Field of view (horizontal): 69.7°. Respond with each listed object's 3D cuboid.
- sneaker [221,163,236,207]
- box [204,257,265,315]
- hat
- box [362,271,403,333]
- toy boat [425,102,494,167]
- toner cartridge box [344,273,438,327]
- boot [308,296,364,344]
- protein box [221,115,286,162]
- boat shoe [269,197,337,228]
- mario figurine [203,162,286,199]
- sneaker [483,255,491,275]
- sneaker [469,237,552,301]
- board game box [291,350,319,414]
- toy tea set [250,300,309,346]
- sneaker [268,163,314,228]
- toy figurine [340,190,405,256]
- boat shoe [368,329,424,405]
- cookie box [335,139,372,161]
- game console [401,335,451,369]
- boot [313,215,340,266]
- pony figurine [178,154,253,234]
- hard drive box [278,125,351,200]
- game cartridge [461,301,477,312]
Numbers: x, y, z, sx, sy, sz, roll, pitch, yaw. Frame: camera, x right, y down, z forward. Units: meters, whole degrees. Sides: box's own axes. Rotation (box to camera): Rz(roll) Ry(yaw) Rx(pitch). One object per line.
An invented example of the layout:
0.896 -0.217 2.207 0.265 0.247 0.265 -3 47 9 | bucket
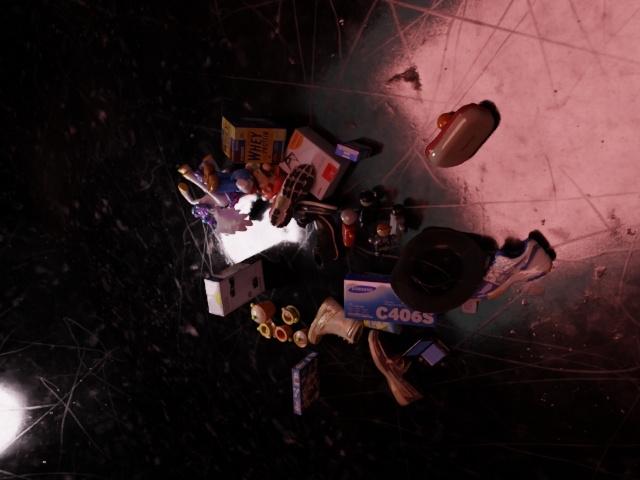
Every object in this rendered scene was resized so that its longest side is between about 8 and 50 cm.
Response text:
-0.416 -0.238 2.085 0.106 0.078 0.234 41 128 9 | sneaker
-0.383 0.205 2.093 0.087 0.290 0.169 9 111 32 | box
0.413 0.126 1.588 0.332 0.331 0.134 5 150 32 | hat
0.248 0.248 1.841 0.159 0.044 0.232 7 111 31 | box
0.422 -0.347 1.461 0.231 0.151 0.151 -54 45 34 | toy boat
0.266 0.224 1.738 0.349 0.075 0.165 3 107 14 | toner cartridge box
0.068 0.393 1.991 0.204 0.095 0.261 33 120 18 | boot
-0.265 -0.395 1.795 0.200 0.201 0.135 -133 44 -54 | protein box
-0.078 -0.106 1.856 0.340 0.127 0.112 8 92 34 | boat shoe
-0.280 -0.260 1.785 0.170 0.321 0.197 -33 64 55 | mario figurine
0.544 0.089 1.587 0.069 0.038 0.098 22 118 25 | sneaker
0.590 0.094 1.508 0.297 0.112 0.130 -32 94 24 | sneaker
-0.065 0.660 2.133 0.042 0.165 0.243 11 114 30 | board game box
-0.197 0.397 2.133 0.336 0.124 0.199 5 110 37 | toy tea set
-0.127 -0.184 1.769 0.278 0.107 0.118 -57 29 14 | sneaker
0.193 -0.065 1.654 0.210 0.213 0.148 21 132 27 | toy figurine
0.312 0.503 1.861 0.123 0.123 0.341 -26 93 24 | boat shoe
0.121 -0.325 1.668 0.092 0.107 0.040 27 121 23 | cookie box
0.410 0.443 1.782 0.124 0.085 0.144 45 126 12 | game console
0.000 0.000 1.855 0.077 0.137 0.197 -27 91 38 | boot
-0.414 -0.178 1.946 0.351 0.302 0.363 -9 127 41 | pony figurine
-0.024 -0.301 1.787 0.232 0.089 0.181 40 126 15 | hard drive box
0.536 0.222 1.658 0.056 0.017 0.083 1 108 37 | game cartridge
